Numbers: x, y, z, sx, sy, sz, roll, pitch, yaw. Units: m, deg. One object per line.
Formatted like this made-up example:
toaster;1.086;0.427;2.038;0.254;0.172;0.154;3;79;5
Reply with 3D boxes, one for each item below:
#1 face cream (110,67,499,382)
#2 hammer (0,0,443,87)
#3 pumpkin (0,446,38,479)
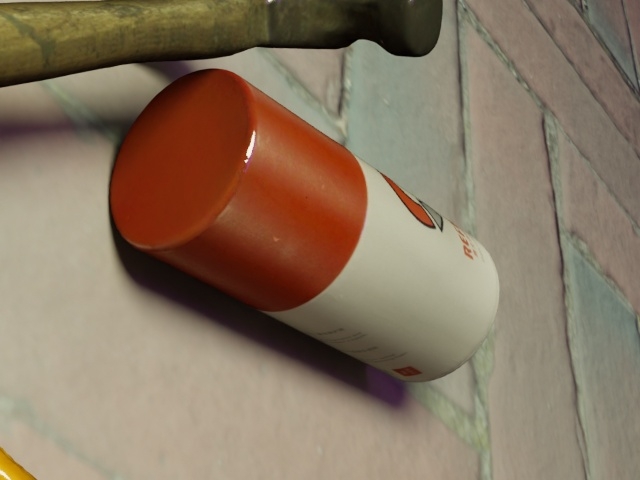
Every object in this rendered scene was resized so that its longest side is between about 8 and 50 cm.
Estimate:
face cream;0.000;0.000;0.579;0.214;0.096;0.096;31;44;-45
hammer;-0.130;-0.073;0.401;0.440;0.168;0.044;-21;115;-53
pumpkin;-0.053;0.157;0.250;0.290;0.258;0.095;-76;166;-46
